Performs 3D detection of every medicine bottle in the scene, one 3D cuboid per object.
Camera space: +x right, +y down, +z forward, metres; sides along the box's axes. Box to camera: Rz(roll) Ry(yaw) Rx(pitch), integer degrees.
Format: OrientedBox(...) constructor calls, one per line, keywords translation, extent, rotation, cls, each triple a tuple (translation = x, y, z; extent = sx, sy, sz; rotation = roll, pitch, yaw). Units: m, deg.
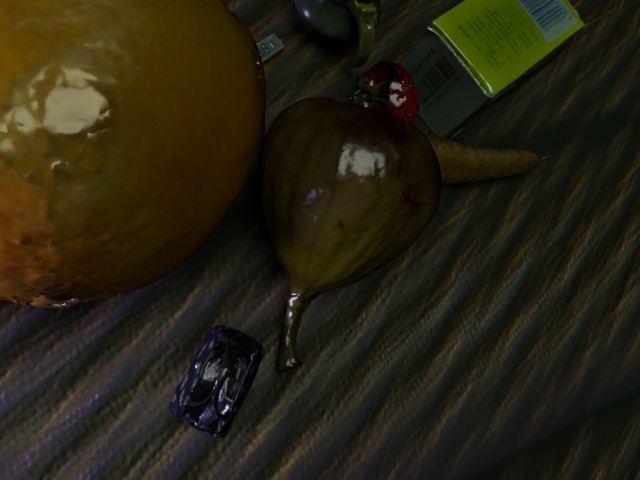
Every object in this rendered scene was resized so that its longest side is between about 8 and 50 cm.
OrientedBox(translation=(0.247, -0.279, 0.812), extent=(0.250, 0.137, 0.141), rotation=(-37, 90, -24), cls="medicine bottle")

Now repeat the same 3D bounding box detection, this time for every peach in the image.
OrientedBox(translation=(-0.217, -0.121, 0.522), extent=(0.373, 0.290, 0.372), rotation=(7, 71, -21), cls="peach")

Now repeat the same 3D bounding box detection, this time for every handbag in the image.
OrientedBox(translation=(-0.104, 0.138, 0.568), extent=(0.072, 0.139, 0.115), rotation=(27, 68, -1), cls="handbag")

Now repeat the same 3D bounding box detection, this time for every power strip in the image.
OrientedBox(translation=(-0.082, -0.258, 0.759), extent=(0.083, 0.017, 0.027), rotation=(-42, 92, -23), cls="power strip")

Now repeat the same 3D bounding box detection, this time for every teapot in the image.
OrientedBox(translation=(0.036, -0.329, 0.764), extent=(0.130, 0.119, 0.165), rotation=(-15, 81, -22), cls="teapot")

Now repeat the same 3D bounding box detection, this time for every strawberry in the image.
OrientedBox(translation=(0.093, -0.192, 0.762), extent=(0.106, 0.106, 0.106), rotation=(5, 73, -18), cls="strawberry")

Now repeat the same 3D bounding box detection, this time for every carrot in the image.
OrientedBox(translation=(0.220, -0.113, 0.795), extent=(0.298, 0.078, 0.078), rotation=(-3, 75, -24), cls="carrot")

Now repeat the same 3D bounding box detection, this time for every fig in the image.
OrientedBox(translation=(0.000, 0.000, 0.638), extent=(0.217, 0.217, 0.320), rotation=(23, 90, -11), cls="fig")
